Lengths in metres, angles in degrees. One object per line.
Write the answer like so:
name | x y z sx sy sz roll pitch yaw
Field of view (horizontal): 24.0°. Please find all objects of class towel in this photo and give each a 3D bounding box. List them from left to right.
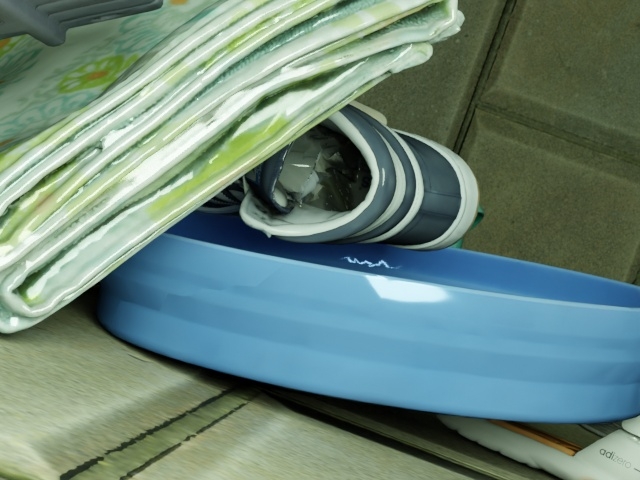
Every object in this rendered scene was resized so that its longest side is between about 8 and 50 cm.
towel | -0.122 -0.099 0.907 0.090 0.321 0.374 62 -16 -23

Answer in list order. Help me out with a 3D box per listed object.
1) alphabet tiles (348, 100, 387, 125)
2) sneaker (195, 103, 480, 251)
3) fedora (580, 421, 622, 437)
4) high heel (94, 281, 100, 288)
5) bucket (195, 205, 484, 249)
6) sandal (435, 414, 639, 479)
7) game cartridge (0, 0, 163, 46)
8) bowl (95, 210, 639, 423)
alphabet tiles | -0.100 -0.120 1.219 0.278 0.021 0.284 27 41 25
sneaker | -0.050 -0.058 0.984 0.282 0.099 0.153 14 4 26
fedora | 0.418 0.180 1.565 0.276 0.124 0.244 20 0 -24
high heel | -0.184 0.010 1.101 0.244 0.082 0.117 34 31 -12
bucket | 0.000 0.000 1.333 0.281 0.183 0.281 20 3 -1
sandal | 0.203 0.136 1.015 0.265 0.076 0.102 21 1 22
game cartridge | -0.257 -0.102 0.702 0.355 0.068 0.230 -12 6 -1
bowl | 0.038 0.044 0.988 0.391 0.077 0.391 9 3 -1
